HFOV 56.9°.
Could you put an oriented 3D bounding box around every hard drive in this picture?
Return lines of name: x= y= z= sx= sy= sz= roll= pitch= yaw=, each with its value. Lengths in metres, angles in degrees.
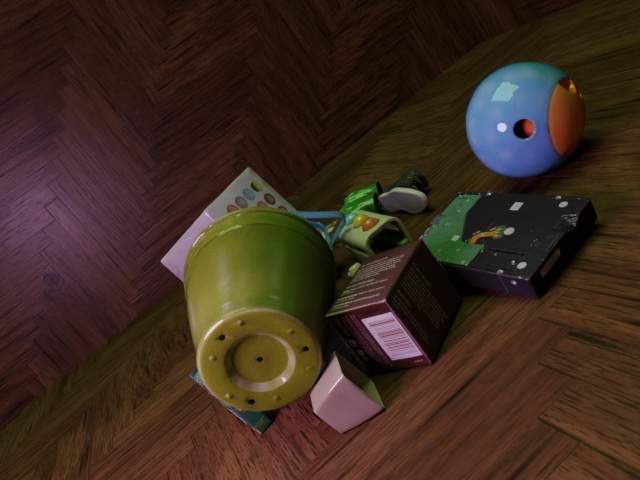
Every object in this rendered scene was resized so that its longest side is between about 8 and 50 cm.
hard drive: x=0.364 y=-0.003 z=1.240 sx=0.237 sy=0.064 sz=0.339 roll=-46 pitch=29 yaw=-22

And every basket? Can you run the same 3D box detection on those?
basket: x=-0.080 y=0.010 z=1.791 sx=0.289 sy=0.254 sz=0.201 roll=118 pitch=149 yaw=-51

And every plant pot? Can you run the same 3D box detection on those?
plant pot: x=0.041 y=0.296 z=1.120 sx=0.096 sy=0.109 sz=0.109 roll=-48 pitch=14 yaw=5
plant pot: x=-0.127 y=0.159 z=1.257 sx=0.366 sy=0.366 sz=0.353 roll=-34 pitch=22 yaw=9

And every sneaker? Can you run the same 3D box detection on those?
sneaker: x=0.298 y=-0.169 z=1.908 sx=0.147 sy=0.104 sz=0.295 roll=-45 pitch=12 yaw=-10

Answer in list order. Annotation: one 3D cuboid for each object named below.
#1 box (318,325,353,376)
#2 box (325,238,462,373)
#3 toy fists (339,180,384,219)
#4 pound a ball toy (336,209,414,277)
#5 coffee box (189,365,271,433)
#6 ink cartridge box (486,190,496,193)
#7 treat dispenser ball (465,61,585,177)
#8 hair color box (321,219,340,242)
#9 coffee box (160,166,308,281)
box: x=0.082 y=0.192 z=1.396 sx=0.067 sy=0.063 sz=0.324 roll=-22 pitch=21 yaw=49
box: x=0.153 y=0.136 z=1.206 sx=0.167 sy=0.168 sz=0.203 roll=-23 pitch=20 yaw=43
toy fists: x=0.151 y=-0.124 z=2.133 sx=0.142 sy=0.096 sz=0.279 roll=-21 pitch=18 yaw=18
pound a ball toy: x=0.122 y=0.008 z=1.721 sx=0.208 sy=0.136 sz=0.319 roll=-38 pitch=15 yaw=-7
coffee box: x=-0.201 y=0.353 z=1.316 sx=0.040 sy=0.184 sz=0.113 roll=-51 pitch=21 yaw=-20
ink cartridge box: x=0.378 y=-0.024 z=1.421 sx=0.224 sy=0.045 sz=0.223 roll=-36 pitch=16 yaw=-2
treat dispenser ball: x=0.512 y=-0.301 z=1.487 sx=0.288 sy=0.288 sz=0.288 roll=-34 pitch=15 yaw=11
hair color box: x=0.000 y=0.000 z=2.169 sx=0.167 sy=0.053 sz=0.093 roll=-29 pitch=16 yaw=23
coffee box: x=-0.289 y=0.013 z=2.117 sx=0.338 sy=0.337 sz=0.334 roll=-41 pitch=10 yaw=39
